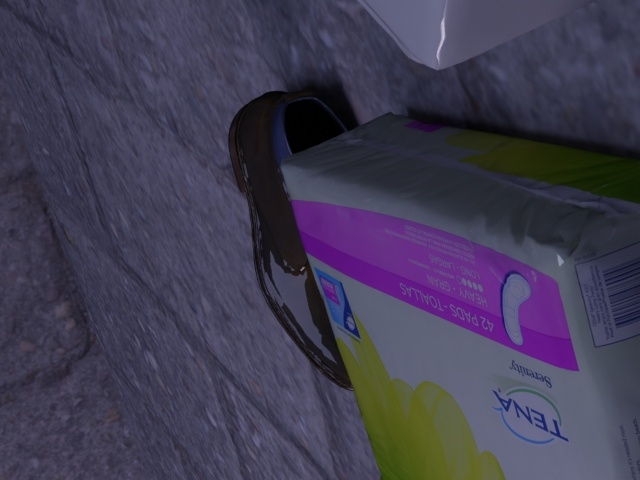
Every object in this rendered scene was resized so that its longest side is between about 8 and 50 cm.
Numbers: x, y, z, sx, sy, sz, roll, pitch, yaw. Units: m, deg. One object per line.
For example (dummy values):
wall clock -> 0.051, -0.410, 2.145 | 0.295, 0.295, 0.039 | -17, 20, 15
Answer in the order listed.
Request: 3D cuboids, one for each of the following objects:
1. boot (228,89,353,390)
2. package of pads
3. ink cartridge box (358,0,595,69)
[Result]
boot -> 0.000, 0.000, 0.891 | 0.219, 0.082, 0.106 | 67, 164, -1
package of pads -> 0.101, 0.066, 0.675 | 0.296, 0.101, 0.229 | 23, 134, 64
ink cartridge box -> 0.038, -0.236, 0.435 | 0.211, 0.121, 0.289 | 53, 158, 31
